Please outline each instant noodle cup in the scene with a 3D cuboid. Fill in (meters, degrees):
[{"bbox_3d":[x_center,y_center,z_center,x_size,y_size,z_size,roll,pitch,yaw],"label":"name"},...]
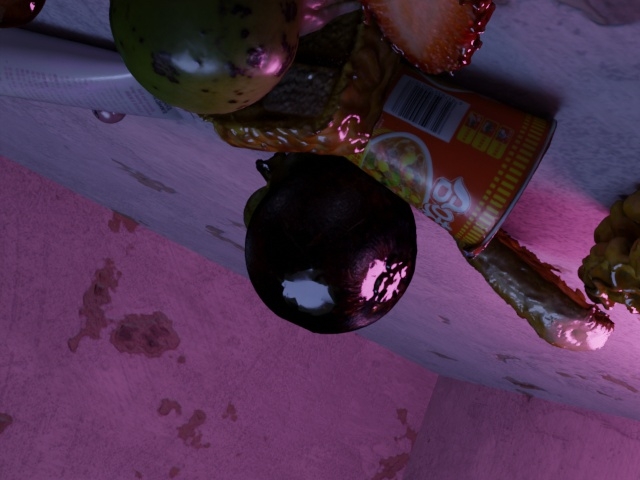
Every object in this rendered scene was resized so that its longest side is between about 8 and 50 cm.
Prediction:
[{"bbox_3d":[0.137,-0.109,0.909,0.212,0.193,0.193,29,167,4],"label":"instant noodle cup"}]

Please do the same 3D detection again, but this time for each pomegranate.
[{"bbox_3d":[-0.071,-0.231,0.711,0.248,0.214,0.214,-11,176,-18],"label":"pomegranate"}]

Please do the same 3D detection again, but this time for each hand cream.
[{"bbox_3d":[-0.399,-0.278,1.282,0.359,0.118,0.185,12,162,10],"label":"hand cream"}]

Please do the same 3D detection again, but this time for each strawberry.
[{"bbox_3d":[0.084,-0.237,0.681,0.167,0.087,0.208,30,176,4],"label":"strawberry"}]

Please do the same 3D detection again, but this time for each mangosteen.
[{"bbox_3d":[0.010,0.006,1.300,0.330,0.330,0.330,21,167,5],"label":"mangosteen"}]

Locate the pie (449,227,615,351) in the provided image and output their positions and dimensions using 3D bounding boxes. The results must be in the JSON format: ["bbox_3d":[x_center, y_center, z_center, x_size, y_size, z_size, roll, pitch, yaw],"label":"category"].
[{"bbox_3d":[0.321,0.060,1.204,0.315,0.092,0.315,38,-167,-10],"label":"pie"}]

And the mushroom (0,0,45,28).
[{"bbox_3d":[-0.459,-0.368,1.003,0.227,0.148,0.217,36,-178,-16],"label":"mushroom"}]

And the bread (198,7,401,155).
[{"bbox_3d":[-0.026,-0.182,0.845,0.222,0.181,0.096,13,174,34],"label":"bread"}]

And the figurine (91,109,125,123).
[{"bbox_3d":[-0.389,-0.252,1.415,0.083,0.071,0.067,23,-149,32],"label":"figurine"}]

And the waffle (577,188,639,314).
[{"bbox_3d":[0.511,0.067,0.996,0.324,0.151,0.261,26,172,0],"label":"waffle"}]
